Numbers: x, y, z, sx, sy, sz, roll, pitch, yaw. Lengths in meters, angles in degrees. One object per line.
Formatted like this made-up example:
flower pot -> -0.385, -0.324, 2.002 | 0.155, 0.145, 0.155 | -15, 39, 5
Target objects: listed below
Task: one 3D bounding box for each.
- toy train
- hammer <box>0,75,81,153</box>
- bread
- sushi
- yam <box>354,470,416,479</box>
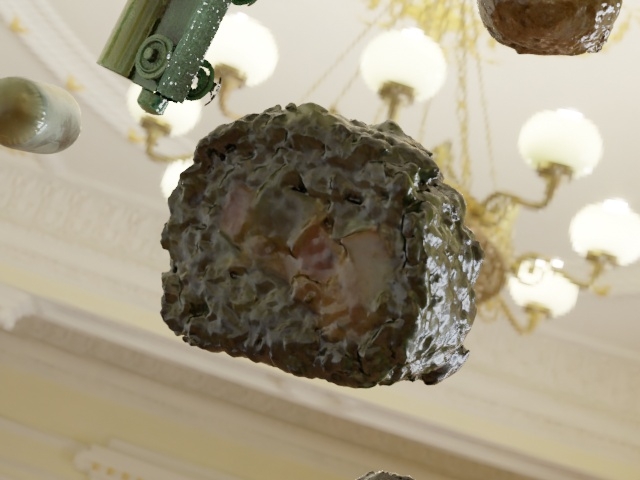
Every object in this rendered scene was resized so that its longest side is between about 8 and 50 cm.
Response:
toy train -> -0.203, -0.331, 1.814 | 0.126, 0.307, 0.189 | 25, 2, -45
hammer -> -0.521, -0.218, 1.864 | 0.306, 0.113, 0.202 | 19, 0, 9
bread -> 0.346, -0.355, 1.895 | 0.230, 0.230, 0.123 | 12, -63, 15
sushi -> 0.000, 0.000, 1.366 | 0.352, 0.294, 0.178 | 14, 7, 30
yam -> 0.067, 0.424, 1.411 | 0.195, 0.195, 0.300 | 17, -67, 4
